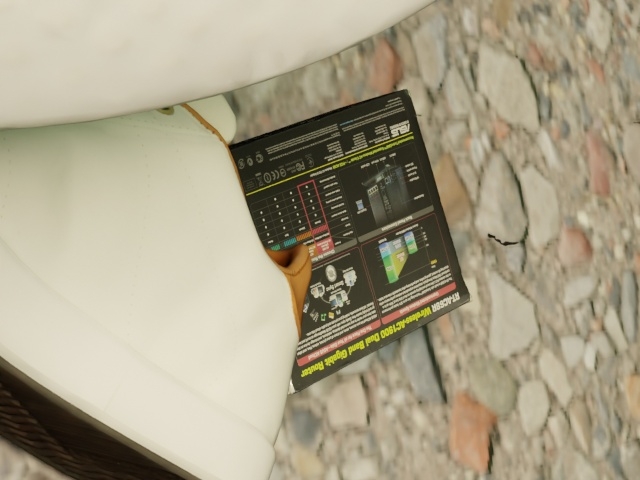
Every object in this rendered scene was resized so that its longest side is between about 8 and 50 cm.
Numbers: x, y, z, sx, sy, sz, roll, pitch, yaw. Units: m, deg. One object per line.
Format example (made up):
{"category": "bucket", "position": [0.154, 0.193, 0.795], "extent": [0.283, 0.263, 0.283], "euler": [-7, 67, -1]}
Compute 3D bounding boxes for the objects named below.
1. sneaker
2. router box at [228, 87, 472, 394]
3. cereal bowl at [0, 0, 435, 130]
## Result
{"category": "sneaker", "position": [-0.102, -0.023, 0.551], "extent": [0.290, 0.106, 0.123], "euler": [42, 60, -47]}
{"category": "router box", "position": [0.000, 0.000, 0.715], "extent": [0.122, 0.038, 0.092], "euler": [-23, 97, -49]}
{"category": "cereal bowl", "position": [-0.079, -0.196, 0.435], "extent": [0.141, 0.339, 0.339], "euler": [91, 18, -54]}
